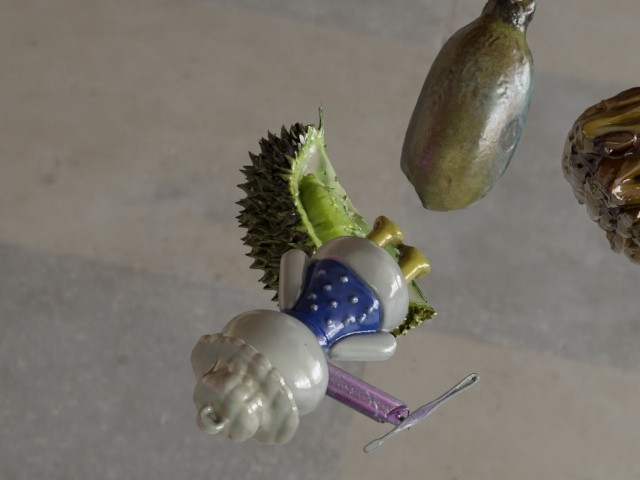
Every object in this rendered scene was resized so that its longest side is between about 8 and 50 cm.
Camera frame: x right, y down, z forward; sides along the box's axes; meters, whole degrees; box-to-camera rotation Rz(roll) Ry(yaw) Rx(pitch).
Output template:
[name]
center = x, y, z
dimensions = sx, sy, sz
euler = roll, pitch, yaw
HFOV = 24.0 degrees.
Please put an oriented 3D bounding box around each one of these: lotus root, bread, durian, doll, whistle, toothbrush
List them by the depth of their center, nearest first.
[lotus root]
center = 0.125, -0.115, 1.225
dimensions = 0.088, 0.192, 0.113
euler = 19, 8, 1
[doll]
center = -0.010, 0.083, 1.363
dimensions = 0.138, 0.119, 0.293
euler = 45, 54, 5
[toothbrush]
center = 0.095, 0.162, 1.409
dimensions = 0.131, 0.013, 0.011
euler = -32, 86, -9
[bread]
center = 0.385, -0.057, 1.462
dimensions = 0.277, 0.324, 0.167
euler = -16, 74, 7
[whistle]
center = 0.019, 0.149, 1.561
dimensions = 0.176, 0.033, 0.033
euler = 29, 28, -15
[durian]
center = 0.000, 0.000, 1.988
dimensions = 0.169, 0.158, 0.352
euler = -18, 64, -30
